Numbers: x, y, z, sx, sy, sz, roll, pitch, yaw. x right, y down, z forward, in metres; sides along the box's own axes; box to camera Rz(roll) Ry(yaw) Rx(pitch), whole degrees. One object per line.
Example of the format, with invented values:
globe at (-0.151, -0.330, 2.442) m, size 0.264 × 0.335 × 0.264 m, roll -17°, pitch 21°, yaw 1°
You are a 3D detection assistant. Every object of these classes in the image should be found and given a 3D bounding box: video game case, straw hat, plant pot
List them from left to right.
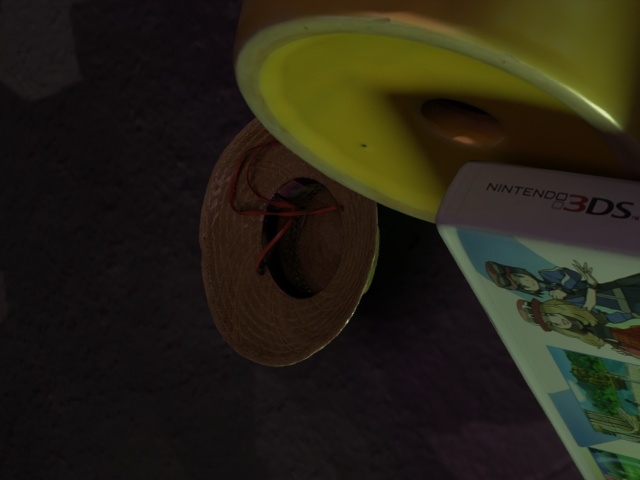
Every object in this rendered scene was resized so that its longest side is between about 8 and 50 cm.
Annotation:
straw hat at (0.000, 0.000, 0.860) m, size 0.144 × 0.061 × 0.144 m, roll -11°, pitch 74°, yaw 42°
plant pot at (0.085, -0.138, 0.603) m, size 0.254 × 0.254 × 0.239 m, roll 6°, pitch 66°, yaw 36°
video game case at (0.228, 0.098, 0.582) m, size 0.300 × 0.329 × 0.036 m, roll 11°, pitch 60°, yaw 35°
